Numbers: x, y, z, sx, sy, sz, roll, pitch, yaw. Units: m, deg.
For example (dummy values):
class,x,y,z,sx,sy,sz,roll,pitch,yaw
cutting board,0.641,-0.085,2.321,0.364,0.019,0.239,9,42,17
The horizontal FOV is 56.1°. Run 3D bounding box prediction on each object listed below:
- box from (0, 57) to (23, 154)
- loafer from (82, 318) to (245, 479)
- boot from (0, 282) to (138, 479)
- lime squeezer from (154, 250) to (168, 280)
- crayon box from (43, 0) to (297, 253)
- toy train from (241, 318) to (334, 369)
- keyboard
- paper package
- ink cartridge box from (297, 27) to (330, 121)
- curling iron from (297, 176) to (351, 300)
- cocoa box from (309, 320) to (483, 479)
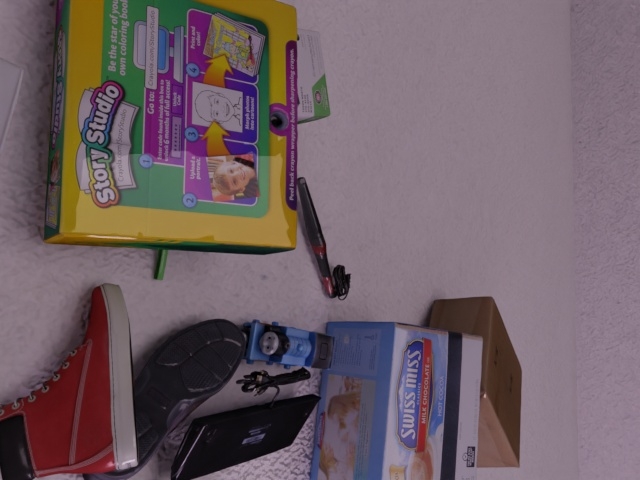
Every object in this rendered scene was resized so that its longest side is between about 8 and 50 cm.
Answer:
class,x,y,z,sx,sy,sz,roll,pitch,yaw
box,-0.401,-0.094,0.572,0.119,0.181,0.181,24,69,-49
loafer,-0.227,0.224,0.868,0.109,0.095,0.302,46,42,-1
boot,-0.322,0.167,0.741,0.176,0.088,0.244,-4,58,-15
lime squeezer,-0.250,-0.098,0.863,0.110,0.059,0.310,-43,121,-44
crayon box,-0.189,-0.169,0.812,0.313,0.106,0.362,4,82,-33
toy train,-0.061,0.182,1.045,0.184,0.105,0.080,23,70,-49
keyboard,-0.097,0.280,0.971,0.317,0.033,0.201,12,112,-59
paper package,0.379,0.348,1.492,0.309,0.168,0.324,61,32,-29
ink cartridge box,-0.091,-0.284,1.043,0.219,0.093,0.160,-17,101,-51
curling iron,0.000,0.000,1.189,0.068,0.035,0.273,-49,126,-46
cocoa box,0.143,0.337,1.154,0.228,0.231,0.346,14,77,-31
